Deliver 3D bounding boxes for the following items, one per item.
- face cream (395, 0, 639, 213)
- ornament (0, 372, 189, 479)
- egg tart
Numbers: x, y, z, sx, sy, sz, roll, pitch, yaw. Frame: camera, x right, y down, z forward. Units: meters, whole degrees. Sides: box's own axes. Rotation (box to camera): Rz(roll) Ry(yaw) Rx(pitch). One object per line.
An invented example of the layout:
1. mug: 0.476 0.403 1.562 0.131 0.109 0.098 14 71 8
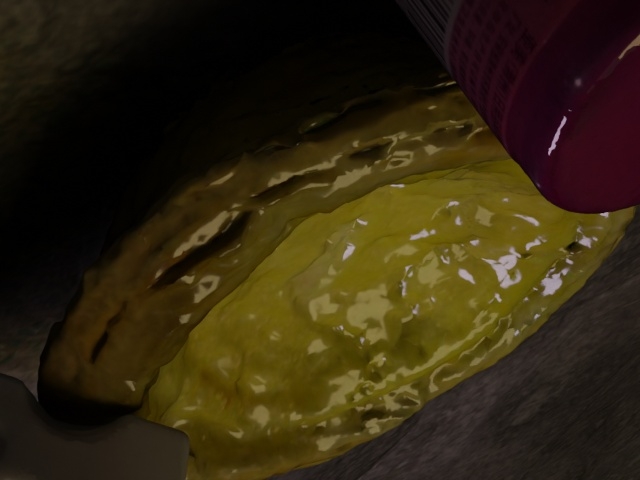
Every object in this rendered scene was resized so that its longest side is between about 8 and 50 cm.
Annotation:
1. face cream: 0.110 -0.136 0.626 0.175 0.195 0.175 -27 156 -13
2. ornament: -0.221 0.205 0.695 0.240 0.239 0.239 20 137 -16
3. egg tart: 0.000 0.000 0.815 0.345 0.132 0.345 -25 154 -13
